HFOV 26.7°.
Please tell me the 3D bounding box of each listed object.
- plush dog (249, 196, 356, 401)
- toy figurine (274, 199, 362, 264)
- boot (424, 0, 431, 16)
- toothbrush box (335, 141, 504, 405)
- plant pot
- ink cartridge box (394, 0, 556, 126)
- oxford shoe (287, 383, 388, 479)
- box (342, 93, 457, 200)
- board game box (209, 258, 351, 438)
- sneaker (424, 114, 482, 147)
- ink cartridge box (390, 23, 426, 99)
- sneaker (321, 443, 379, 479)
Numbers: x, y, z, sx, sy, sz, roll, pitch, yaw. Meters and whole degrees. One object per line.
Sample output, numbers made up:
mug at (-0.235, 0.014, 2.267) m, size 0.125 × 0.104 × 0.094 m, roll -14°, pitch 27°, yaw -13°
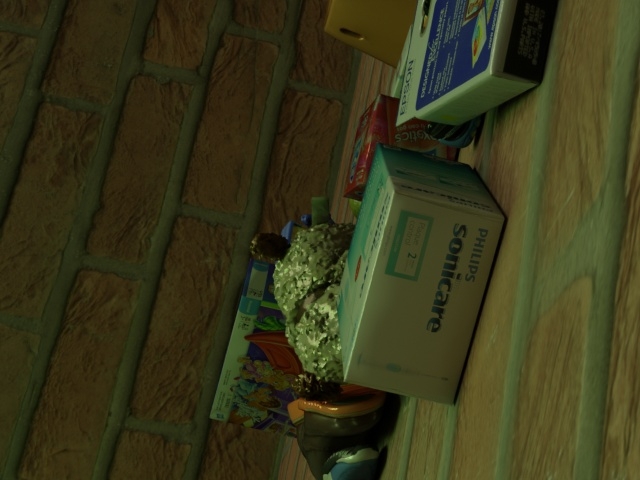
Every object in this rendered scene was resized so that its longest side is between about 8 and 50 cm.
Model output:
plush dog at (0.022, 0.088, 1.788) m, size 0.262 × 0.210 × 0.225 m, roll -51°, pitch 37°, yaw 20°
toy figurine at (0.000, 0.000, 2.426) m, size 0.191 × 0.217 × 0.362 m, roll 115°, pitch 167°, yaw -72°
boot at (0.210, -0.420, 1.760) m, size 0.207 × 0.094 × 0.246 m, roll 145°, pitch 145°, yaw -76°
toothbrush box at (0.103, 0.028, 1.524) m, size 0.295 × 0.126 × 0.216 m, roll -97°, pitch 20°, yaw -75°
plant pot at (0.124, -0.395, 2.088) m, size 0.291 × 0.203 × 0.291 m, roll -168°, pitch 90°, yaw -87°
ink cartridge box at (0.187, -0.290, 1.521) m, size 0.307 × 0.072 × 0.303 m, roll 158°, pitch 124°, yaw -75°
oxford shoe at (0.037, 0.276, 1.931) m, size 0.363 × 0.130 × 0.132 m, roll 123°, pitch 136°, yaw -79°
box at (0.112, -0.116, 1.898) m, size 0.257 × 0.123 × 0.128 m, roll 159°, pitch 124°, yaw -85°
board game box at (-0.034, 0.187, 2.149) m, size 0.347 × 0.233 × 0.078 m, roll 107°, pitch 175°, yaw -49°
sneaker at (0.172, -0.209, 1.677) m, size 0.067 × 0.078 × 0.188 m, roll 122°, pitch 161°, yaw -78°
ink cartridge box at (0.156, -0.240, 1.933) m, size 0.122 × 0.088 × 0.052 m, roll 107°, pitch 172°, yaw -48°
sneaker at (0.040, 0.351, 1.854) m, size 0.211 × 0.080 × 0.081 m, roll 110°, pitch 146°, yaw -47°
